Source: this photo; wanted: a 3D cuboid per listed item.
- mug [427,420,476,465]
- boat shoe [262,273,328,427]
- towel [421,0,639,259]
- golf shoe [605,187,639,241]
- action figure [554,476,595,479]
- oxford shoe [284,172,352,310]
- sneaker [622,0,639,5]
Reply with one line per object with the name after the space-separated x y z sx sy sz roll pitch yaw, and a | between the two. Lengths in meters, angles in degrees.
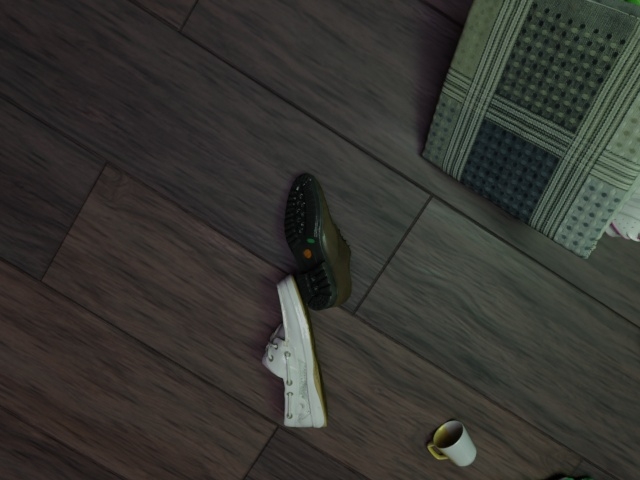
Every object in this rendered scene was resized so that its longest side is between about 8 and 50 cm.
0.239 0.365 0.991 0.062 0.078 0.064 -46 106 -25 | mug
-0.054 0.196 0.943 0.096 0.098 0.277 -9 100 2 | boat shoe
0.312 -0.178 0.768 0.312 0.056 0.324 39 137 26 | towel
0.513 -0.041 0.820 0.115 0.306 0.140 6 117 -33 | golf shoe
0.393 0.487 0.996 0.232 0.063 0.137 -25 96 -2 | action figure
0.000 0.000 0.926 0.082 0.096 0.227 -16 81 40 | oxford shoe
0.474 -0.223 0.789 0.185 0.202 0.483 -40 68 1 | sneaker
